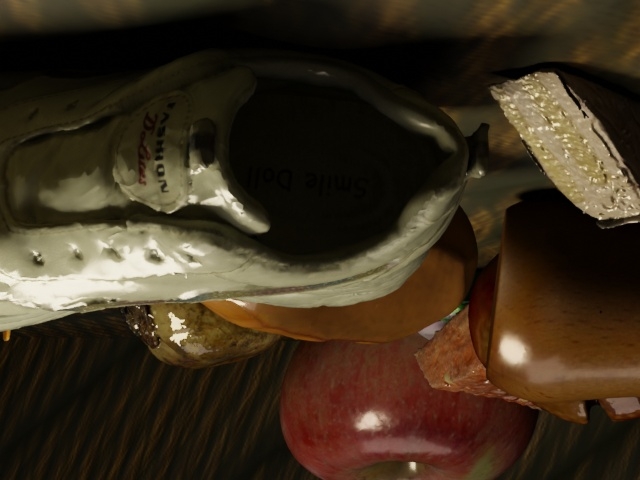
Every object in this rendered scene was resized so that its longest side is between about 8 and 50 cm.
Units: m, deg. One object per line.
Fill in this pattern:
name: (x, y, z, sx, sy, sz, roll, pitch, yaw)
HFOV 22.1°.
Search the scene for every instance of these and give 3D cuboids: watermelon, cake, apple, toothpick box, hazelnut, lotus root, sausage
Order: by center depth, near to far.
cake: (0.130, -0.063, 0.832, 0.052, 0.065, 0.121, -3, 149, 39)
sausage: (-0.004, 0.001, 1.035, 0.241, 0.120, 0.136, 11, -157, -42)
toothpick box: (0.275, 0.058, 1.205, 0.294, 0.192, 0.192, 7, 174, 4)
hazelnut: (0.234, 0.068, 1.455, 0.204, 0.178, 0.178, 6, 175, 14)
watermelon: (0.207, 0.111, 1.680, 0.193, 0.139, 0.257, 16, 152, -33)
lotus root: (-0.101, 0.069, 1.680, 0.214, 0.138, 0.138, 5, 173, -32)
apple: (0.120, 0.191, 2.185, 0.345, 0.269, 0.345, 3, 153, 1)

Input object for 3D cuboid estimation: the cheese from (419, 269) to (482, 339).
cheese: (0.187, 0.085, 1.895, 0.204, 0.083, 0.320, 2, 172, 4)

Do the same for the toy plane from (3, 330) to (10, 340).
toy plane: (-0.347, 0.033, 1.588, 0.204, 0.103, 0.316, 7, 179, -21)

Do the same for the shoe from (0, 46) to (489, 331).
shoe: (-0.086, -0.033, 0.775, 0.342, 0.132, 0.210, 0, 170, -14)
